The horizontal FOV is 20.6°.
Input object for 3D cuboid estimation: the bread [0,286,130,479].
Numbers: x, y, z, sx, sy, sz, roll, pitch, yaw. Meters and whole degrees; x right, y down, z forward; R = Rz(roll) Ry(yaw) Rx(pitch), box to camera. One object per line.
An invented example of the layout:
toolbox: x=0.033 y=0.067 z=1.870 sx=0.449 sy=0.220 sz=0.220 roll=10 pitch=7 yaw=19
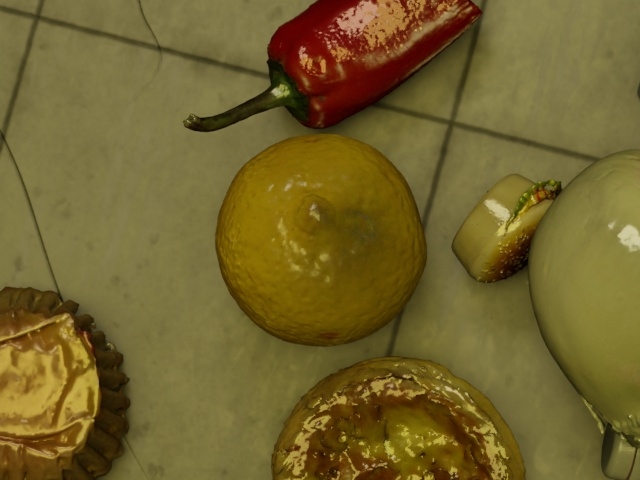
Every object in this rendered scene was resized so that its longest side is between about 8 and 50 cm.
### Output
bread: x=-0.348 y=0.175 z=1.941 sx=0.274 sy=0.149 sz=0.274 roll=0 pitch=79 yaw=3

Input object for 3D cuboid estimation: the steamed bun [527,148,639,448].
steamed bun: x=0.351 y=0.070 z=1.803 sx=0.312 sy=0.334 sz=0.233 roll=46 pitch=114 yaw=23

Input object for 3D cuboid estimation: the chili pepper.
chili pepper: x=0.009 y=-0.195 z=1.943 sx=0.338 sy=0.131 sz=0.134 roll=-38 pitch=107 yaw=-2

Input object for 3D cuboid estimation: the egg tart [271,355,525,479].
egg tart: x=0.084 y=0.270 z=1.900 sx=0.290 sy=0.115 sz=0.290 roll=-1 pitch=84 yaw=9

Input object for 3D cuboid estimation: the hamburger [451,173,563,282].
hamburger: x=0.210 y=-0.013 z=1.905 sx=0.081 sy=0.126 sz=0.141 roll=41 pitch=92 yaw=17

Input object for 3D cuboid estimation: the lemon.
lemon: x=-0.001 y=0.001 z=1.864 sx=0.228 sy=0.253 sz=0.228 roll=0 pitch=97 yaw=1

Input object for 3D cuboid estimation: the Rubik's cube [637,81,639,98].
Rubik's cube: x=0.544 y=-0.190 z=1.788 sx=0.319 sy=0.322 sz=0.316 roll=42 pitch=92 yaw=9

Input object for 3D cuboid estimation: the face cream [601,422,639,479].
face cream: x=0.354 y=0.226 z=1.885 sx=0.095 sy=0.091 sz=0.091 roll=12 pitch=86 yaw=0
